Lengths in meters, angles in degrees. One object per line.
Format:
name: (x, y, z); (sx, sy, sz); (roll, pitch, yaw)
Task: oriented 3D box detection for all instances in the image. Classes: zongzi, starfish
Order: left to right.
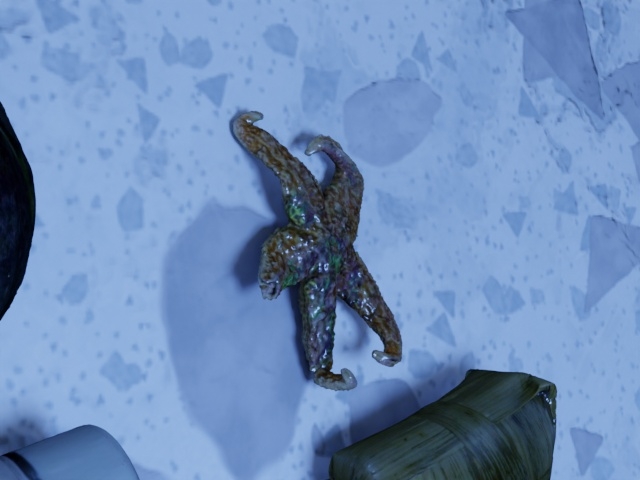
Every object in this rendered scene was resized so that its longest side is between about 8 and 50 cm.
starfish: (-0.008, 0.003, 0.991); (0.209, 0.053, 0.150); (61, 36, -10)
zongzi: (0.096, 0.219, 1.009); (0.205, 0.094, 0.204); (-22, 106, -39)

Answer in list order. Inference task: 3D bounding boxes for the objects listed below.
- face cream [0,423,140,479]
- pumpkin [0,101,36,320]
face cream: (-0.240, 0.186, 0.717); (0.314, 0.089, 0.143); (-20, 95, -32)
pumpkin: (-0.264, -0.027, 0.657); (0.250, 0.216, 0.250); (49, 21, -26)
